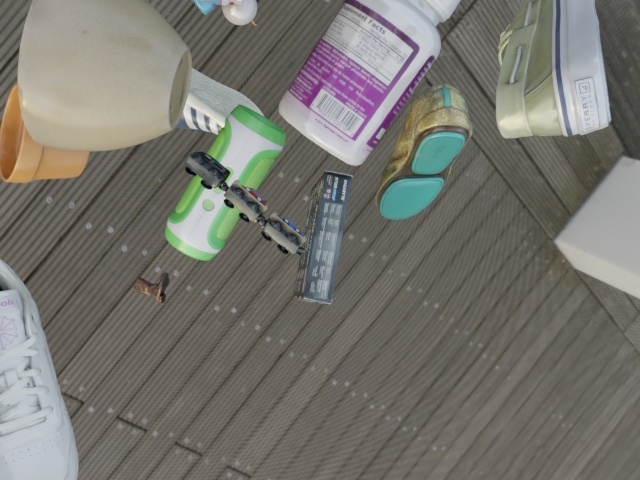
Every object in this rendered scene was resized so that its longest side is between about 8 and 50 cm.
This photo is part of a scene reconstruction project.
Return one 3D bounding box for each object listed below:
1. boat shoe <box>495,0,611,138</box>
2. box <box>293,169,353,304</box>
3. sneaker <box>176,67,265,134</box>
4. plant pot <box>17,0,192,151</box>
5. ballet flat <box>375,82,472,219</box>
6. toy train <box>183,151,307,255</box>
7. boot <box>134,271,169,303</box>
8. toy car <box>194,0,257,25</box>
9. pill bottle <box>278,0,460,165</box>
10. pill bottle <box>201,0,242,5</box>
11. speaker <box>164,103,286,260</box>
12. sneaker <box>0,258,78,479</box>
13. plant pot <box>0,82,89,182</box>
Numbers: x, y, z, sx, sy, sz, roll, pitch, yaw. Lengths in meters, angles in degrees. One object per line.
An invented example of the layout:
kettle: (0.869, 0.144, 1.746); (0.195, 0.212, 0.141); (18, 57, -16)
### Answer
boat shoe: (0.228, -0.203, 0.578); (0.302, 0.094, 0.109); (-65, 141, -48)
box: (0.000, 0.000, 1.016); (0.051, 0.175, 0.221); (10, 83, -7)
sneaker: (-0.291, -0.316, 1.430); (0.350, 0.131, 0.148); (32, 138, -22)
plant pot: (-0.314, -0.265, 0.908); (0.190, 0.284, 0.284); (13, 105, -5)
ballet flat: (0.175, -0.151, 1.011); (0.123, 0.348, 0.123); (2, 69, -6)
toy train: (-0.078, -0.040, 0.611); (0.158, 0.036, 0.027); (40, 118, -3)
boot: (-0.520, 0.128, 1.743); (0.037, 0.114, 0.107); (-19, 128, -62)
toy car: (-0.282, -0.772, 1.806); (0.219, 0.210, 0.238); (-41, 145, 1)
pill bottle: (0.079, -0.283, 0.893); (0.169, 0.169, 0.302); (27, 106, -33)
pill bottle: (-0.282, -0.668, 1.499); (0.160, 0.087, 0.087); (9, 106, -11)
speaker: (-0.188, -0.110, 1.121); (0.131, 0.131, 0.297); (25, 105, -32)
sneaker: (-0.337, 0.143, 0.591); (0.114, 0.305, 0.152); (-16, 151, -33)
plant pot: (-0.830, -0.306, 1.732); (0.203, 0.290, 0.291); (7, 107, -40)
